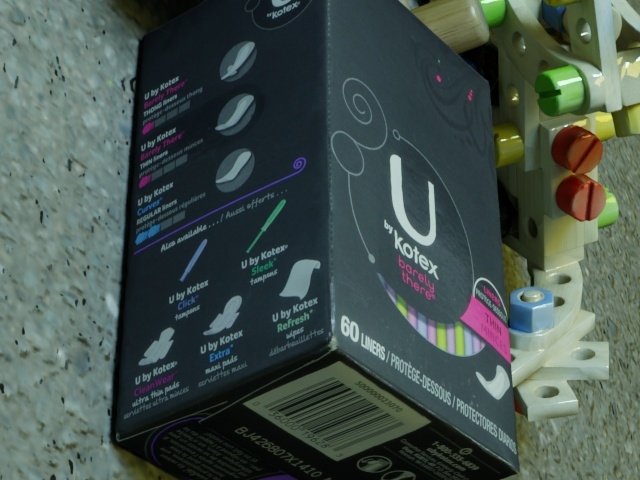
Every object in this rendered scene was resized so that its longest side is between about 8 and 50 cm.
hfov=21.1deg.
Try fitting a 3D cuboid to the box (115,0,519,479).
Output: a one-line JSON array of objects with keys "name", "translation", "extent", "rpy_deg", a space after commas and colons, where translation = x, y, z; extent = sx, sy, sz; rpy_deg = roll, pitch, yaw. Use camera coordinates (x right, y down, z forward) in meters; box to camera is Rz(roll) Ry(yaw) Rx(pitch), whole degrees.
[{"name": "box", "translation": [0.000, 0.000, 0.931], "extent": [0.165, 0.143, 0.270], "rpy_deg": [36, 40, -40]}]

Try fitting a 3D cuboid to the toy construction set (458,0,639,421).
[{"name": "toy construction set", "translation": [0.164, -0.050, 1.143], "extent": [0.151, 0.215, 0.328], "rpy_deg": [-1, 112, -28]}]

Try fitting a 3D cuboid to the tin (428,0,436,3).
[{"name": "tin", "translation": [0.150, -0.213, 1.368], "extent": [0.189, 0.106, 0.040], "rpy_deg": [5, 57, -58]}]

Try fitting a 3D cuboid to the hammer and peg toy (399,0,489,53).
[{"name": "hammer and peg toy", "translation": [-0.021, -0.269, 1.015], "extent": [0.361, 0.127, 0.266], "rpy_deg": [52, 24, -53]}]
